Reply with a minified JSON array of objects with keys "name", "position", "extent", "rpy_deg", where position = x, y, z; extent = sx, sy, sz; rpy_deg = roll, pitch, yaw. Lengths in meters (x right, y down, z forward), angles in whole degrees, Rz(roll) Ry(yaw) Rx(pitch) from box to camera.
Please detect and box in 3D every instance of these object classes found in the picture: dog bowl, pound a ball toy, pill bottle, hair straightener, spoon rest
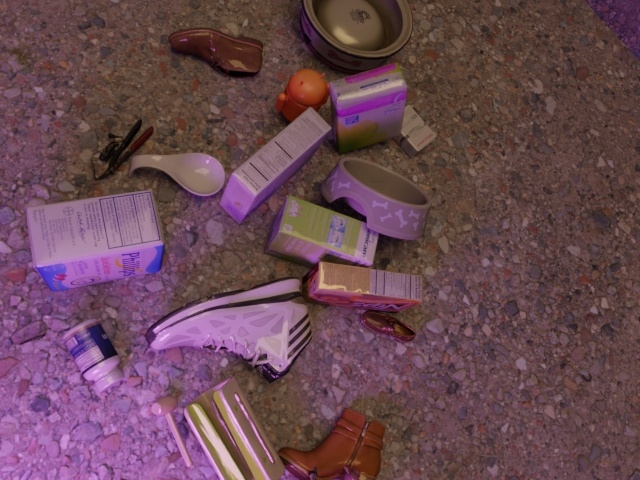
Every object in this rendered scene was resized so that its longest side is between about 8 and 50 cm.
[{"name":"dog bowl","position":[0.177,-0.138,1.673],"extent":[0.348,0.102,0.349],"rpy_deg":[20,25,-10]},{"name":"pound a ball toy","position":[-0.256,0.496,1.423],"extent":[0.208,0.135,0.319],"rpy_deg":[-31,88,15]},{"name":"pill bottle","position":[-0.566,0.291,1.398],"extent":[0.094,0.094,0.169],"rpy_deg":[-30,83,-25]},{"name":"hair straightener","position":[-0.590,-0.271,1.618],"extent":[0.089,0.047,0.230],"rpy_deg":[35,69,-4]},{"name":"dog bowl","position":[0.111,-0.773,1.959],"extent":[0.407,0.150,0.408],"rpy_deg":[6,69,-16]},{"name":"spoon rest","position":[-0.417,-0.203,1.624],"extent":[0.276,0.084,0.138],"rpy_deg":[6,70,-15]}]

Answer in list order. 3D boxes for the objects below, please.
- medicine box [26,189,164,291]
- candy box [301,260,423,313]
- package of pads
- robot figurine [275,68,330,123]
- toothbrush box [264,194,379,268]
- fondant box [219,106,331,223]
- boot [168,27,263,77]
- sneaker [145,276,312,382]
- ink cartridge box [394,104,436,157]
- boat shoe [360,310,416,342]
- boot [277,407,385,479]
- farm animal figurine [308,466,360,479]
[{"name":"medicine box","position":[-0.557,0.005,1.406],"extent":[0.289,0.263,0.149],"rpy_deg":[-10,76,-21]},{"name":"candy box","position":[0.118,0.142,1.626],"extent":[0.316,0.183,0.088],"rpy_deg":[8,71,-15]},{"name":"package of pads","position":[0.151,-0.410,1.740],"extent":[0.229,0.296,0.101],"rpy_deg":[-17,69,-4]},{"name":"robot figurine","position":[-0.052,-0.455,1.755],"extent":[0.158,0.219,0.128],"rpy_deg":[19,67,-11]},{"name":"toothbrush box","position":[0.000,0.000,1.624],"extent":[0.283,0.206,0.122],"rpy_deg":[18,68,-12]},{"name":"fondant box","position":[-0.136,-0.217,1.636],"extent":[0.096,0.238,0.330],"rpy_deg":[46,65,0]},{"name":"boot","position":[-0.333,-0.599,1.782],"extent":[0.305,0.112,0.115],"rpy_deg":[3,81,-19]},{"name":"sneaker","position":[-0.217,0.271,1.479],"extent":[0.447,0.169,0.258],"rpy_deg":[-15,75,-25]},{"name":"ink cartridge box","position":[0.312,-0.379,1.936],"extent":[0.109,0.063,0.150],"rpy_deg":[-40,87,-25]},{"name":"boat shoe","position":[0.210,0.256,1.685],"extent":[0.177,0.060,0.064],"rpy_deg":[24,66,-9]},{"name":"boot","position":[0.037,0.554,1.504],"extent":[0.283,0.109,0.220],"rpy_deg":[23,61,-1]},{"name":"farm animal figurine","position":[0.082,0.746,1.357],"extent":[0.330,0.172,0.327],"rpy_deg":[17,96,-11]}]
